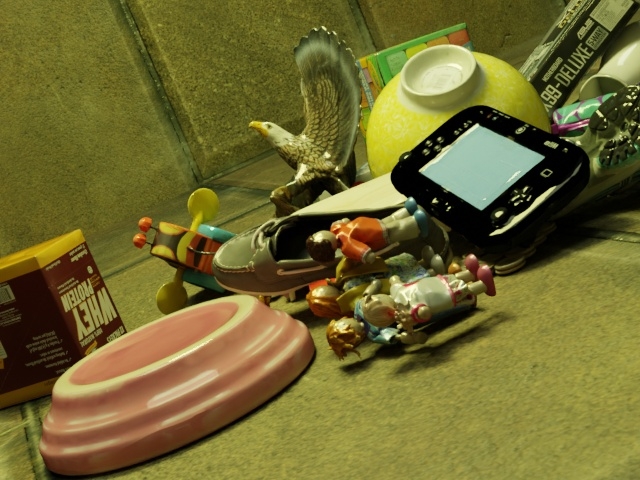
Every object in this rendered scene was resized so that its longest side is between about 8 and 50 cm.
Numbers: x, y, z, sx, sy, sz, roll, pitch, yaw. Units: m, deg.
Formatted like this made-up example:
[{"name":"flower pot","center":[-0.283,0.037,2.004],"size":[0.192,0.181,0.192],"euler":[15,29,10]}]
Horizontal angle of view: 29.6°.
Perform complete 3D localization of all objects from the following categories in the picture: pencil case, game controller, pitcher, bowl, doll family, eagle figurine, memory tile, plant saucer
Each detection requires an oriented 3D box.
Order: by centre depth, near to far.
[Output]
[{"name":"doll family","center":[0.072,0.063,1.305],"size":[0.163,0.118,0.263],"euler":[-19,27,-13]},{"name":"plant saucer","center":[-0.172,0.151,1.381],"size":[0.332,0.084,0.332],"euler":[-22,11,4]},{"name":"memory tile","center":[0.212,0.016,1.442],"size":[0.113,0.012,0.148],"euler":[-16,13,35]},{"name":"game controller","center":[0.203,-0.084,1.497],"size":[0.166,0.067,0.319],"euler":[-48,28,0]},{"name":"bowl","center":[0.192,-0.199,1.829],"size":[0.289,0.156,0.289],"euler":[-12,45,12]},{"name":"pencil case","center":[0.442,-0.196,1.898],"size":[0.152,0.064,0.070],"euler":[-16,7,36]},{"name":"eagle figurine","center":[-0.005,-0.164,1.960],"size":[0.226,0.225,0.298],"euler":[3,61,48]},{"name":"pitcher","center":[0.512,-0.281,2.066],"size":[0.207,0.125,0.178],"euler":[-43,12,-32]}]

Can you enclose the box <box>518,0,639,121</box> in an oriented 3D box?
[{"name":"box","center":[0.421,-0.317,2.128],"size":[0.307,0.076,0.242],"euler":[-54,4,14]}]

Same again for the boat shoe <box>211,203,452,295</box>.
[{"name":"boat shoe","center":[0.000,0.000,1.511],"size":[0.335,0.095,0.112],"euler":[-2,47,28]}]

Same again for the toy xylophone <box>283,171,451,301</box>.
[{"name":"toy xylophone","center":[0.077,-0.012,1.670],"size":[0.323,0.081,0.236],"euler":[-19,23,10]}]

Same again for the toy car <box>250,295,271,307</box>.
[{"name":"toy car","center":[-0.092,0.077,1.701],"size":[0.060,0.040,0.122],"euler":[0,11,7]}]

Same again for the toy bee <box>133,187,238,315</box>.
[{"name":"toy bee","center":[-0.204,0.003,1.873],"size":[0.298,0.162,0.195],"euler":[124,164,-61]}]

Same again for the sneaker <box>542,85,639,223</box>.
[{"name":"sneaker","center":[0.347,-0.082,1.483],"size":[0.122,0.110,0.283],"euler":[13,-26,-29]}]

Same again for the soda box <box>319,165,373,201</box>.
[{"name":"soda box","center":[0.107,-0.095,2.070],"size":[0.216,0.074,0.069],"euler":[-19,10,16]}]

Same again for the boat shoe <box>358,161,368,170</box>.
[{"name":"boat shoe","center":[0.149,-0.133,2.199],"size":[0.183,0.066,0.066],"euler":[-21,12,10]}]

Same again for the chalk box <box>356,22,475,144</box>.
[{"name":"chalk box","center":[0.177,-0.265,2.125],"size":[0.180,0.179,0.289],"euler":[-20,7,-14]}]

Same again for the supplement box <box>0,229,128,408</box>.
[{"name":"supplement box","center":[-0.413,0.116,1.757],"size":[0.191,0.194,0.129],"euler":[-18,11,23]}]
